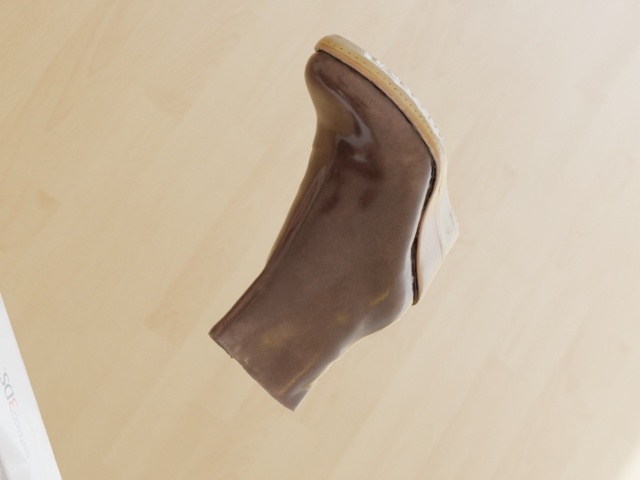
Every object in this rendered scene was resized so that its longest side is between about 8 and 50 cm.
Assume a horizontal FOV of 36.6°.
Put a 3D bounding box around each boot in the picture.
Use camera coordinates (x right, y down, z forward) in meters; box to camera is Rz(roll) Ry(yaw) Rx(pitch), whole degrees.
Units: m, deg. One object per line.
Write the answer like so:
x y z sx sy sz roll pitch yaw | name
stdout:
0.000 0.000 0.696 0.207 0.090 0.248 -44 137 -12 | boot

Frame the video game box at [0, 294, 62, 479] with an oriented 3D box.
-0.256 0.089 0.568 0.048 0.187 0.205 -47 132 -56 | video game box
